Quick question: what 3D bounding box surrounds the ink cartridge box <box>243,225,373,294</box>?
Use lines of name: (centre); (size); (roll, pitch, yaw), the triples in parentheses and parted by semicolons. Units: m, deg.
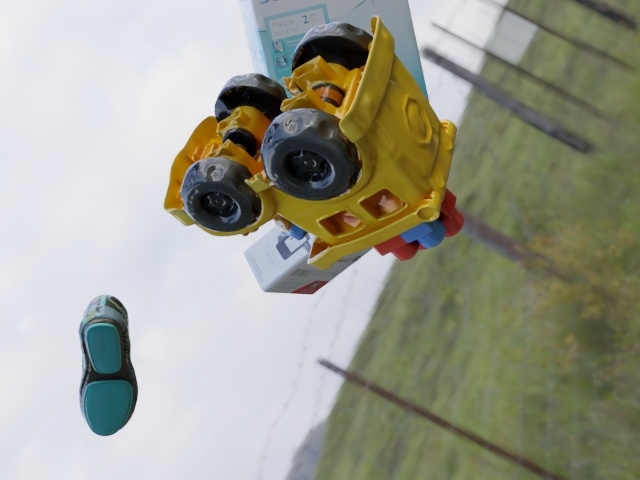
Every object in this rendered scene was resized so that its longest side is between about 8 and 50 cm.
ink cartridge box: (0.000, 0.000, 1.679); (0.150, 0.063, 0.109); (-39, -24, 25)

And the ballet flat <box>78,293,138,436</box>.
ballet flat: (-0.235, 0.135, 1.528); (0.070, 0.070, 0.188); (-47, -25, -45)

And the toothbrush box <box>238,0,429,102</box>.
toothbrush box: (0.020, -0.252, 1.909); (0.126, 0.216, 0.296); (-146, 43, -76)

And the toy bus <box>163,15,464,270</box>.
toy bus: (0.011, -0.050, 1.160); (0.220, 0.211, 0.149); (-24, 35, 34)
